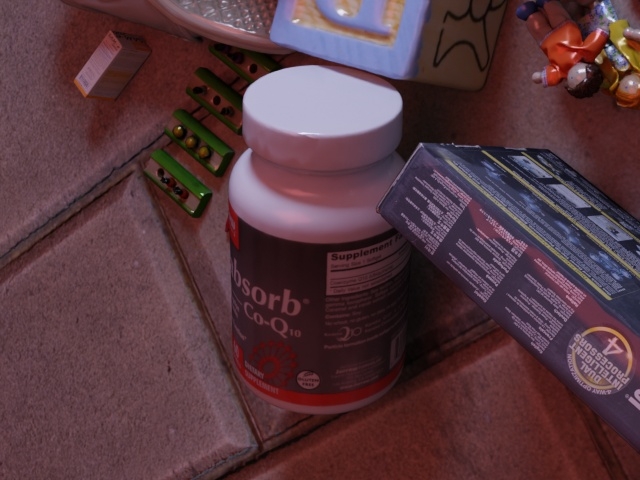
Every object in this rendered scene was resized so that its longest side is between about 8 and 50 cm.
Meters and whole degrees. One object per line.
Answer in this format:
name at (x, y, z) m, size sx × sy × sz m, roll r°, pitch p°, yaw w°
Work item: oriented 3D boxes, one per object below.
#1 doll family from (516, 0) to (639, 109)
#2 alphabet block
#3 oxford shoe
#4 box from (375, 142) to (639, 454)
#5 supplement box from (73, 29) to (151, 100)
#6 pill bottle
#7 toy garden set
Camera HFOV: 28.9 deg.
doll family at (0.349, -0.235, 1.320) m, size 0.263 × 0.118 × 0.163 m, roll -40°, pitch 54°, yaw 23°
alphabet block at (0.089, -0.286, 1.425) m, size 0.193 × 0.197 × 0.192 m, roll 22°, pitch 103°, yaw 30°
oxford shoe at (-0.190, -0.336, 1.653) m, size 0.449 × 0.169 × 0.130 m, roll 21°, pitch 147°, yaw 23°
box at (0.287, 0.053, 1.240) m, size 0.395 × 0.318 × 0.097 m, roll 43°, pitch 113°, yaw 23°
supplement box at (-0.293, -0.246, 1.750) m, size 0.098 × 0.062 × 0.036 m, roll -47°, pitch 66°, yaw 24°
pill bottle at (0.000, 0.000, 1.414) m, size 0.210 × 0.210 × 0.363 m, roll 22°, pitch 129°, yaw 30°
toy garden set at (-0.125, -0.132, 1.654) m, size 0.204 × 0.049 × 0.244 m, roll 40°, pitch 112°, yaw 25°
